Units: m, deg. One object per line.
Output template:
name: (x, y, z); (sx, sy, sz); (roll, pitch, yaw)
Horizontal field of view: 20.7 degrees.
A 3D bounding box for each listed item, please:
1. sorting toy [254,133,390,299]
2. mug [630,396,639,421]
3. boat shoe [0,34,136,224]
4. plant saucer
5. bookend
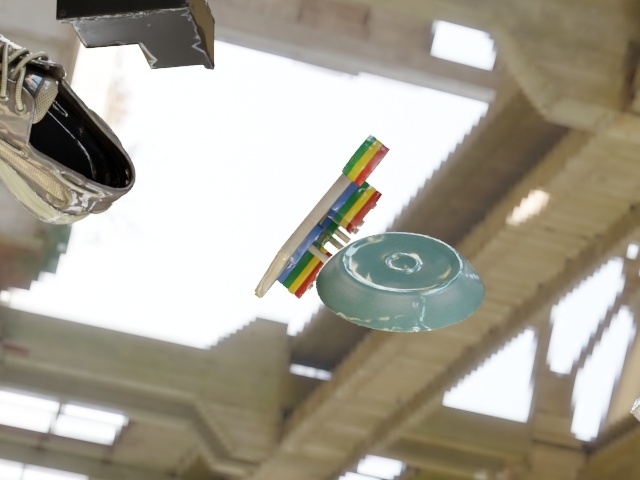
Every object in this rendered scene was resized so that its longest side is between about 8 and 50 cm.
sorting toy: (0.000, 0.000, 1.720); (0.132, 0.046, 0.274); (-51, 178, -23)
mug: (0.476, 0.210, 1.659); (0.374, 0.328, 0.276); (-50, 170, 19)
boat shoe: (-0.318, -0.155, 1.791); (0.130, 0.355, 0.132); (-12, -130, 38)
plant saucer: (0.056, 0.024, 1.220); (0.119, 0.119, 0.021); (-98, -171, -60)
bookend: (-0.215, -0.262, 2.069); (0.157, 0.156, 0.072); (68, 19, -66)
